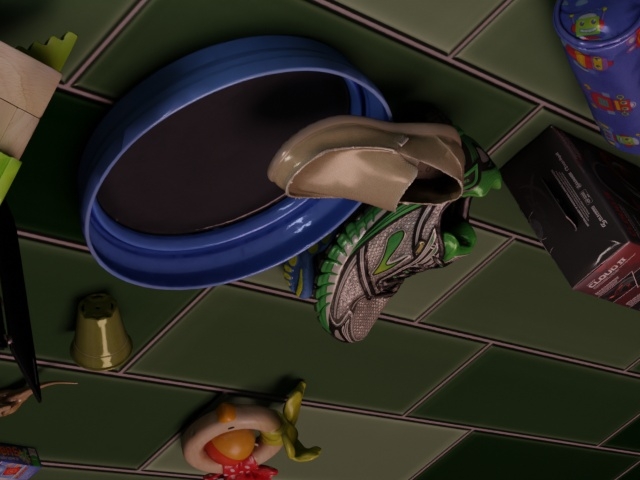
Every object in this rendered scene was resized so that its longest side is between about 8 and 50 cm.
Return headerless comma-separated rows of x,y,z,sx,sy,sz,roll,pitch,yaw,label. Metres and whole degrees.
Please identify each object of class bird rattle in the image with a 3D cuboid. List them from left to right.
-0.123,0.313,2.411,0.207,0.143,0.253,19,141,-36,bird rattle

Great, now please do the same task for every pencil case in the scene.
0.383,-0.228,1.948,0.119,0.133,0.306,12,161,26,pencil case

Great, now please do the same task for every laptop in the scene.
-0.404,0.036,1.638,0.264,0.234,0.136,7,146,-36,laptop

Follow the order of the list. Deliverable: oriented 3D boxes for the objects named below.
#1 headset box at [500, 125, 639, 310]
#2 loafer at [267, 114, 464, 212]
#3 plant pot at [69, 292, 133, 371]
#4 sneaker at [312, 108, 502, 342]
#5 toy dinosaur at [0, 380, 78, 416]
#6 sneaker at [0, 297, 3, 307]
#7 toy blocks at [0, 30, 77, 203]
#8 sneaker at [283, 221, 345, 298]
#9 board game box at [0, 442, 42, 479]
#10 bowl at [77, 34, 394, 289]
0.396,-0.025,2.160,0.110,0.218,0.293,-44,145,23,headset box
0.066,-0.084,1.797,0.268,0.092,0.102,-7,143,-30,loafer
-0.287,0.113,1.997,0.083,0.083,0.079,-15,136,-19,plant pot
0.107,0.007,1.987,0.134,0.146,0.343,-25,150,-56,sneaker
-0.423,0.218,2.082,0.183,0.053,0.092,-34,165,26,toy dinosaur
-0.481,0.097,1.810,0.222,0.083,0.118,-22,149,-10,sneaker
-0.426,-0.087,1.432,0.261,0.191,0.381,28,83,-16,toy blocks
0.000,0.000,2.064,0.078,0.067,0.188,-33,154,-34,sneaker
-0.519,0.362,2.222,0.201,0.035,0.136,-40,147,21,board game box
-0.104,-0.090,1.824,0.391,0.077,0.391,-20,149,-13,bowl
